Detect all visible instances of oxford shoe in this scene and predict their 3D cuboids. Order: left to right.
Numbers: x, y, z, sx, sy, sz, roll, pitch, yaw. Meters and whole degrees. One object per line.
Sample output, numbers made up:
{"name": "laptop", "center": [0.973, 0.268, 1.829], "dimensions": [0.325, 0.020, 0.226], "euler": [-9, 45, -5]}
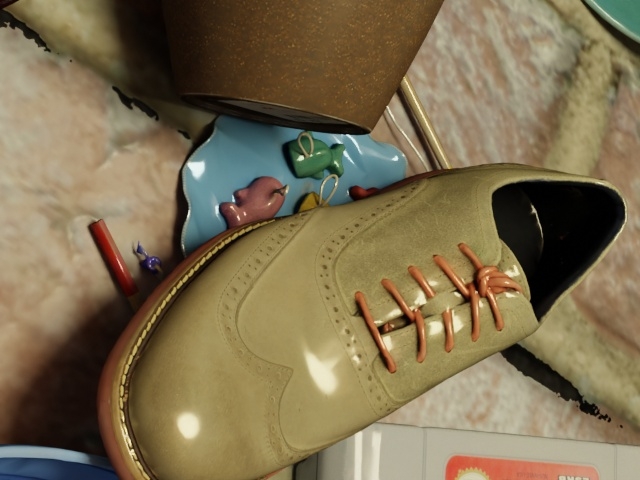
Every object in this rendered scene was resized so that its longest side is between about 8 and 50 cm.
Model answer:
{"name": "oxford shoe", "center": [0.034, 0.027, 0.761], "dimensions": [0.348, 0.130, 0.123], "euler": [-32, 103, -43]}

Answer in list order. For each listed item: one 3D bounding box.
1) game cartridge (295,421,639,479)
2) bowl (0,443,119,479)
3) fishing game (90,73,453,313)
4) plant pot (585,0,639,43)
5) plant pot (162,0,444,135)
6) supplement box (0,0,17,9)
{"name": "game cartridge", "center": [0.108, 0.217, 0.906], "dimensions": [0.294, 0.060, 0.196], "euler": [10, 82, -38]}
{"name": "bowl", "center": [-0.157, 0.289, 0.661], "dimensions": [0.391, 0.077, 0.391], "euler": [6, 81, -39]}
{"name": "fishing game", "center": [0.000, 0.000, 0.853], "dimensions": [0.264, 0.041, 0.189], "euler": [-31, 101, -38]}
{"name": "plant pot", "center": [0.322, -0.301, 1.023], "dimensions": [0.272, 0.271, 0.255], "euler": [50, 51, -23]}
{"name": "plant pot", "center": [-0.003, -0.179, 0.784], "dimensions": [0.215, 0.215, 0.230], "euler": [10, 89, -38]}
{"name": "supplement box", "center": [-0.153, -0.141, 0.614], "dimensions": [0.130, 0.239, 0.073], "euler": [-22, 98, -39]}
